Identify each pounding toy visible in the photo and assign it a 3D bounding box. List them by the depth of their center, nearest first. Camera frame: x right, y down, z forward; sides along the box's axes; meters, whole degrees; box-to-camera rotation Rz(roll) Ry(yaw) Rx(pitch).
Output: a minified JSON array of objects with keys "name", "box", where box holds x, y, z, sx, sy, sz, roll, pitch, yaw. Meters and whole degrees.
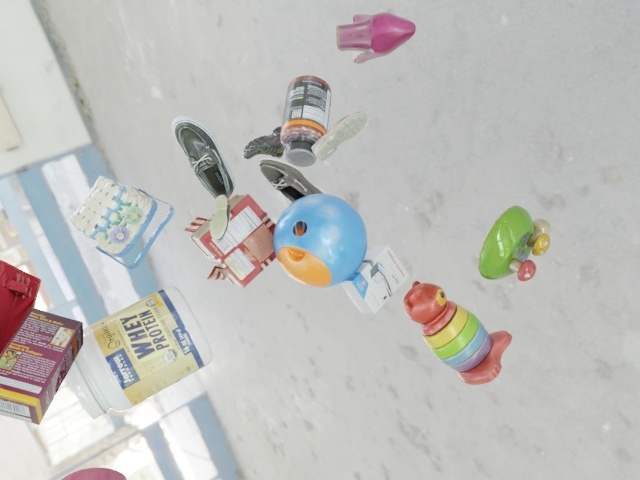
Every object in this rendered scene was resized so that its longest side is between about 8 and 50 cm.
[{"name":"pounding toy","box":[0.467,0.028,1.397,0.110,0.237,0.183,31,104,37]}]

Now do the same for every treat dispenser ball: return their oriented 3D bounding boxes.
[{"name":"treat dispenser ball","box":[0.000,0.000,1.873,0.288,0.288,0.288,44,150,35]}]

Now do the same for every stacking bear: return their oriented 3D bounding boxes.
[{"name":"stacking bear","box":[0.340,0.229,1.633,0.289,0.175,0.164,45,139,-10]}]

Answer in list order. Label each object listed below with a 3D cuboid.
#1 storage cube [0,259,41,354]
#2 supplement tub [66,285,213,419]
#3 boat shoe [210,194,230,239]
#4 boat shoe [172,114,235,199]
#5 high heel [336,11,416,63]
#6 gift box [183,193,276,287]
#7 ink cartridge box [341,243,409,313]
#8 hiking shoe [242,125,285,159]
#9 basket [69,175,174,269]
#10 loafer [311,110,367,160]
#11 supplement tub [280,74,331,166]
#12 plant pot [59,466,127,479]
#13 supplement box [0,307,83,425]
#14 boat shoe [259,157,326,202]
[{"name":"storage cube","box":[-0.696,0.142,1.205,0.183,0.215,0.193,89,-173,-74]},{"name":"supplement tub","box":[-0.453,0.277,1.518,0.228,0.316,0.228,52,159,28]},{"name":"boat shoe","box":[-0.274,-0.059,1.700,0.043,0.049,0.137,69,-159,-61]},{"name":"boat shoe","box":[-0.389,-0.275,2.097,0.335,0.121,0.119,55,-166,-33]},{"name":"high heel","box":[0.160,-0.508,1.537,0.181,0.377,0.127,0,112,13]},{"name":"gift box","box":[-0.295,0.003,2.046,0.255,0.276,0.258,54,167,-12]},{"name":"ink cartridge box","box":[0.175,0.123,1.980,0.139,0.191,0.082,54,153,-16]},{"name":"hiking shoe","box":[-0.200,-0.365,2.455,0.114,0.227,0.086,65,172,-33]},{"name":"basket","box":[-0.629,-0.053,1.974,0.201,0.254,0.289,29,176,30]},{"name":"loafer","box":[0.033,-0.208,1.182,0.045,0.125,0.039,43,-172,-45]},{"name":"supplement tub","box":[-0.034,-0.266,1.384,0.106,0.106,0.198,123,157,-62]},{"name":"plant pot","box":[-0.639,0.766,1.710,0.180,0.201,0.201,-111,13,-46]},{"name":"supplement box","box":[-0.527,0.229,1.134,0.104,0.188,0.081,16,133,-3]},{"name":"boat shoe","box":[-0.098,-0.193,2.257,0.112,0.095,0.335,-12,150,40]}]
